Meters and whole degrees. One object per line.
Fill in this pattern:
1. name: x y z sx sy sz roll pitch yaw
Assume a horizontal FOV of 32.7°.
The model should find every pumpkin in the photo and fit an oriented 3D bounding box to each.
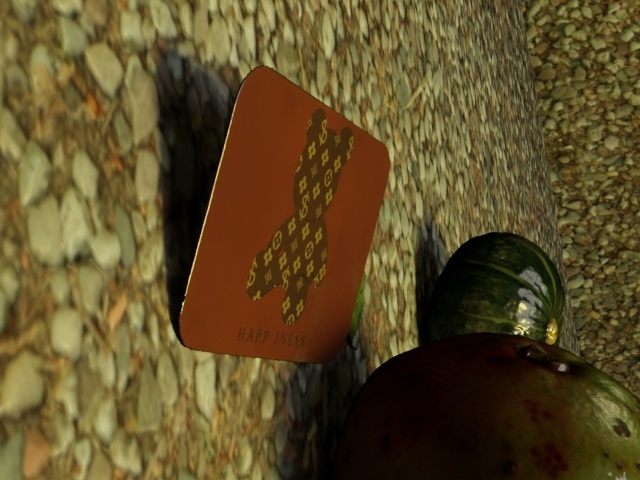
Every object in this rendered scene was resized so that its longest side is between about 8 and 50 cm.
1. pumpkin: 0.203 0.095 1.278 0.211 0.152 0.212 14 90 -70

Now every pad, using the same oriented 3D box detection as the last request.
1. pad: -0.014 -0.005 0.752 0.267 0.004 0.181 19 86 -66

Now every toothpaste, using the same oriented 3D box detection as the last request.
1. toothpaste: 0.000 0.000 0.845 0.248 0.046 0.078 62 31 -55

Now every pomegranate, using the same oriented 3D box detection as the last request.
1. pomegranate: 0.148 0.237 0.860 0.291 0.290 0.323 -9 93 -72
